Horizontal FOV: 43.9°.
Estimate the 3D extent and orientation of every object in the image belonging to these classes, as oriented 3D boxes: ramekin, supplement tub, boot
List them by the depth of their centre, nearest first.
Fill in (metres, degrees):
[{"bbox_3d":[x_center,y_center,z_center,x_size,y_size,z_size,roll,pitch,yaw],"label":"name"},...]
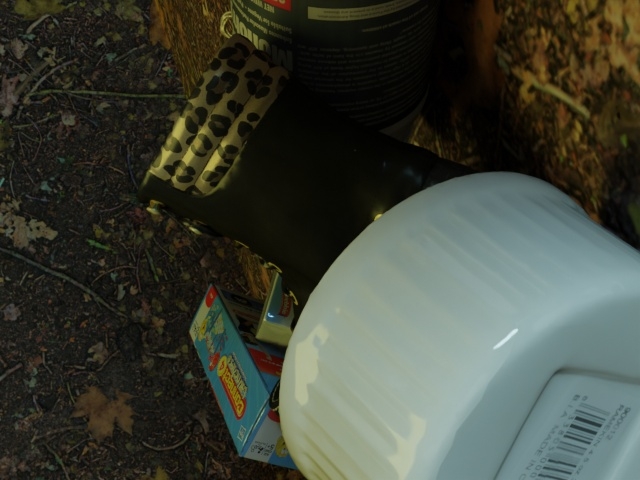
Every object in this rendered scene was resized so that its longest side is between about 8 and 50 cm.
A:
[{"bbox_3d":[0.124,0.105,0.530,0.135,0.277,0.277,41,147,53],"label":"ramekin"},{"bbox_3d":[-0.030,0.014,0.734,0.284,0.138,0.377,33,136,-5],"label":"boot"},{"bbox_3d":[0.013,-0.202,0.737,0.272,0.191,0.191,91,157,-52],"label":"supplement tub"}]

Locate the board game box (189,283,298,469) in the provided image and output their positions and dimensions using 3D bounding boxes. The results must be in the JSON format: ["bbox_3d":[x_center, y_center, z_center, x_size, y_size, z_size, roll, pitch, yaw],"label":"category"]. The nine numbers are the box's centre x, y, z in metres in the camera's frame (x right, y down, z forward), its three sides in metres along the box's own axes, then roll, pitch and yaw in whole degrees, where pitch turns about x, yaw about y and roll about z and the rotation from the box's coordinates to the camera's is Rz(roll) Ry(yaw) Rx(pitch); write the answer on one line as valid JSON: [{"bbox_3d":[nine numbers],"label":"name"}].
[{"bbox_3d":[-0.001,0.203,1.093,0.086,0.308,0.302,-62,28,12],"label":"board game box"}]

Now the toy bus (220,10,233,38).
[{"bbox_3d":[-0.060,-0.217,1.022,0.202,0.104,0.191,-10,108,40],"label":"toy bus"}]

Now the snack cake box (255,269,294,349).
[{"bbox_3d":[0.000,0.000,0.983,0.152,0.089,0.264,117,169,-73],"label":"snack cake box"}]
